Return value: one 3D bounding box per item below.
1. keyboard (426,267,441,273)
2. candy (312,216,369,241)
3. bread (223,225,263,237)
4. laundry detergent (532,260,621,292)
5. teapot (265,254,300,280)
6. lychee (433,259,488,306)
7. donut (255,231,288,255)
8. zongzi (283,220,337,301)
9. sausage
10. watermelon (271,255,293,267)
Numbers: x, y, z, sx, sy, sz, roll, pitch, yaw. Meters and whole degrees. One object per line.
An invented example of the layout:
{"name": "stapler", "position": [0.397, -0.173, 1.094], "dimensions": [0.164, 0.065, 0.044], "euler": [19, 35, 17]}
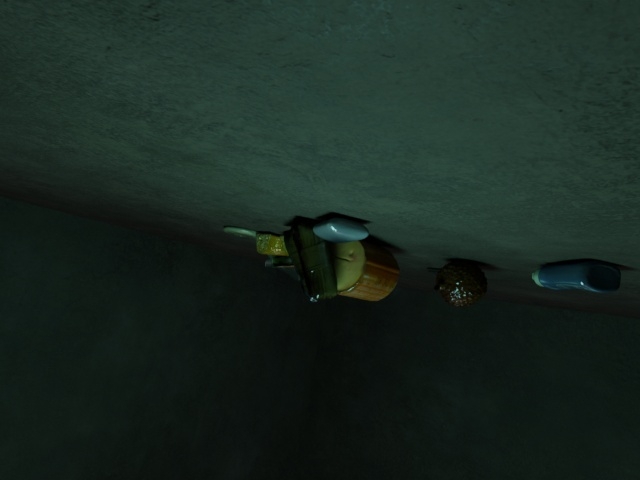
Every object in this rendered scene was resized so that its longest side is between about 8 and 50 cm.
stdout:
{"name": "keyboard", "position": [0.620, 0.166, 2.359], "dimensions": [0.230, 0.025, 0.094], "euler": [18, 172, -41]}
{"name": "candy", "position": [0.062, -0.032, 1.526], "dimensions": [0.138, 0.071, 0.174], "euler": [14, 170, -18]}
{"name": "bread", "position": [-0.349, -0.033, 2.208], "dimensions": [0.193, 0.036, 0.112], "euler": [12, 171, -15]}
{"name": "laundry detergent", "position": [0.800, 0.114, 1.541], "dimensions": [0.144, 0.094, 0.290], "euler": [6, 176, -11]}
{"name": "teapot", "position": [-0.166, 0.102, 2.549], "dimensions": [0.225, 0.171, 0.203], "euler": [17, -157, 4]}
{"name": "lychee", "position": [0.544, 0.167, 1.881], "dimensions": [0.238, 0.200, 0.200], "euler": [-2, 178, -24]}
{"name": "donut", "position": [-0.155, 0.018, 2.137], "dimensions": [0.259, 0.101, 0.152], "euler": [-2, 172, 42]}
{"name": "zongzi", "position": [-0.056, 0.072, 1.737], "dimensions": [0.139, 0.286, 0.300], "euler": [-13, -176, -25]}
{"name": "sausage", "position": [0.139, 0.106, 1.824], "dimensions": [0.233, 0.233, 0.287], "euler": [5, 171, 36]}
{"name": "watermelon", "position": [-0.163, 0.074, 2.250], "dimensions": [0.193, 0.137, 0.145], "euler": [37, -177, 14]}
